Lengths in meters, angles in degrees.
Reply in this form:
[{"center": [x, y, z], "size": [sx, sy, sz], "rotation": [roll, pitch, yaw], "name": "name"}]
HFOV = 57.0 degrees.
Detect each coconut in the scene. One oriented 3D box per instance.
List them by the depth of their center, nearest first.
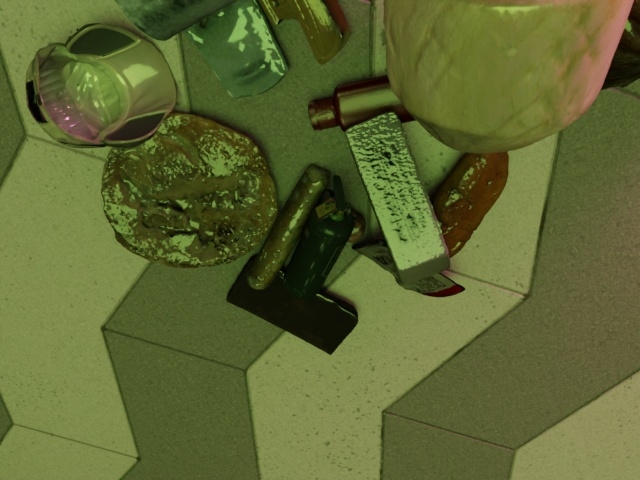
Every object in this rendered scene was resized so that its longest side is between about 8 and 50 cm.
[{"center": [0.287, -0.353, 0.913], "size": [0.344, 0.415, 0.415], "rotation": [17, 125, 21], "name": "coconut"}]

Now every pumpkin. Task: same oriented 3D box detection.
[{"center": [0.499, -0.347, 1.019], "size": [0.130, 0.149, 0.254], "rotation": [-32, 115, 14], "name": "pumpkin"}]

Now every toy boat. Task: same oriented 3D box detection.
[{"center": [-0.062, -0.461, 1.041], "size": [0.121, 0.089, 0.321], "rotation": [-17, 119, 33], "name": "toy boat"}]

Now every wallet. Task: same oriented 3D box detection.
[{"center": [-0.066, 0.159, 1.447], "size": [0.309, 0.042, 0.165], "rotation": [29, 119, -8], "name": "wallet"}]

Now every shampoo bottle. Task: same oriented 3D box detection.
[{"center": [0.108, -0.269, 1.154], "size": [0.260, 0.064, 0.102], "rotation": [-8, 127, 12], "name": "shampoo bottle"}]

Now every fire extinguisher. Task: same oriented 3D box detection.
[{"center": [0.000, 0.000, 1.271], "size": [0.095, 0.114, 0.311], "rotation": [-4, 146, -25], "name": "fire extinguisher"}]

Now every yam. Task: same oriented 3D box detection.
[{"center": [-0.073, -0.025, 1.307], "size": [0.071, 0.067, 0.317], "rotation": [45, 117, 29], "name": "yam"}]

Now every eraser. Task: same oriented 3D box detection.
[{"center": [0.158, -0.076, 1.173], "size": [0.111, 0.077, 0.352], "rotation": [-22, 101, 4], "name": "eraser"}]

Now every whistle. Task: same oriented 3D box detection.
[{"center": [-0.212, -0.433, 1.046], "size": [0.168, 0.188, 0.405], "rotation": [-21, 151, 21], "name": "whistle"}]

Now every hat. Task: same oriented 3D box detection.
[{"center": [-0.425, -0.291, 1.155], "size": [0.275, 0.161, 0.232], "rotation": [-21, 106, -9], "name": "hat"}]

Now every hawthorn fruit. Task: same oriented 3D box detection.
[{"center": [0.062, -0.020, 1.317], "size": [0.066, 0.067, 0.103], "rotation": [19, 135, -6], "name": "hawthorn fruit"}]

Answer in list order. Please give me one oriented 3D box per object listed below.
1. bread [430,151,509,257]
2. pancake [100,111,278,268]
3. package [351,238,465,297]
[{"center": [0.295, -0.092, 1.233], "size": [0.124, 0.084, 0.344], "rotation": [13, 123, -23], "name": "bread"}, {"center": [-0.284, -0.100, 1.288], "size": [0.387, 0.082, 0.387], "rotation": [-1, 120, -1], "name": "pancake"}, {"center": [0.191, 0.067, 1.326], "size": [0.239, 0.030, 0.154], "rotation": [33, 160, -14], "name": "package"}]
